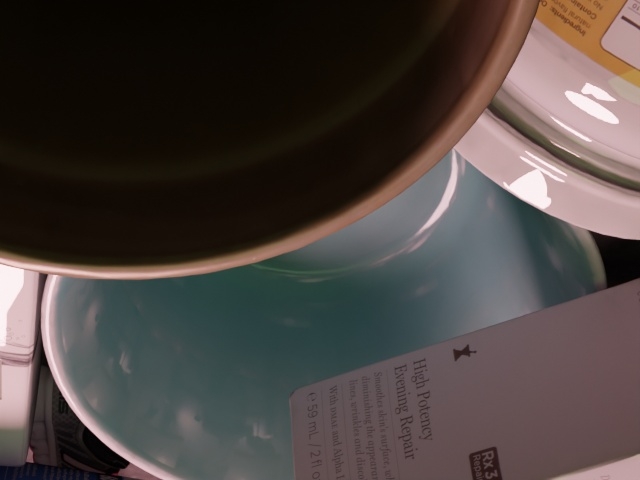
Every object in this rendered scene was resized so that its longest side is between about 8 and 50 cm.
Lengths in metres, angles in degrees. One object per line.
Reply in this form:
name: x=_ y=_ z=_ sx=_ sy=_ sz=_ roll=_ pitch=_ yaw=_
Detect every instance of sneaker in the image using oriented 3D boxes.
sneaker: x=-0.159 y=0.153 z=1.142 sx=0.074 sy=0.063 sz=0.170 roll=-3 pitch=129 yaw=4

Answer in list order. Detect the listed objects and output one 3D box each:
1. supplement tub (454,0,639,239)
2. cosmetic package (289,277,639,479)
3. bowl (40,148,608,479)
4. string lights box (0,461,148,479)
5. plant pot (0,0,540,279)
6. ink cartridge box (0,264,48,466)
supplement tub: x=0.188 y=-0.176 z=0.752 sx=0.228 sy=0.228 sz=0.316 roll=17 pitch=130 yaw=-18
cosmetic package: x=0.106 y=0.110 z=0.867 sx=0.231 sy=0.117 sz=0.085 roll=-21 pitch=133 yaw=13
bowl: x=0.000 y=0.000 z=0.945 sx=0.311 sy=0.163 sz=0.312 roll=-2 pitch=132 yaw=-2
string lights box: x=-0.219 y=0.190 z=1.039 sx=0.259 sy=0.133 sz=0.077 roll=11 pitch=96 yaw=-8
plant pot: x=-0.081 y=-0.195 z=0.680 sx=0.323 sy=0.280 sz=0.323 roll=-2 pitch=133 yaw=-2
ink cartridge box: x=-0.262 y=0.006 z=0.964 sx=0.198 sy=0.115 sz=0.273 roll=5 pitch=133 yaw=-8
